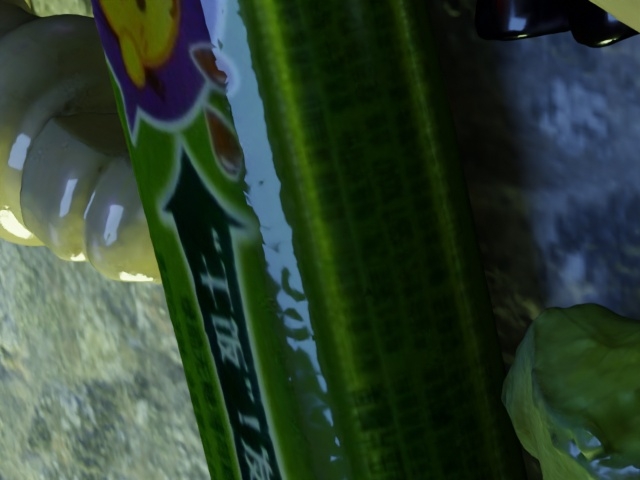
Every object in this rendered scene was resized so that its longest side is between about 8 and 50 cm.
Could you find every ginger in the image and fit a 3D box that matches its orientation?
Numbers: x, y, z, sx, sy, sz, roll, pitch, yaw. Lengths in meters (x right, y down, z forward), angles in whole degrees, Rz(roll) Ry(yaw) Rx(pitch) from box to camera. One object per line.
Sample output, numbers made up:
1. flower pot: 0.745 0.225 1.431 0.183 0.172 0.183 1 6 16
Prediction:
1. ginger: 0.121 0.154 0.576 0.137 0.089 0.290 -18 99 34

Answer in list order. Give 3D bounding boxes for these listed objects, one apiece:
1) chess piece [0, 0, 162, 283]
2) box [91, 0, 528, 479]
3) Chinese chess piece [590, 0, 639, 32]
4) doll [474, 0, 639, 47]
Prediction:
1. chess piece: -0.175 -0.090 0.834 0.397 0.117 0.117 37 135 36
2. box: 0.000 0.000 0.651 0.134 0.097 0.346 10 116 61
3. Chinese chess piece: 0.105 -0.116 0.347 0.249 0.103 0.250 37 165 12
4. doll: 0.038 -0.174 0.517 0.127 0.088 0.249 -13 104 49
